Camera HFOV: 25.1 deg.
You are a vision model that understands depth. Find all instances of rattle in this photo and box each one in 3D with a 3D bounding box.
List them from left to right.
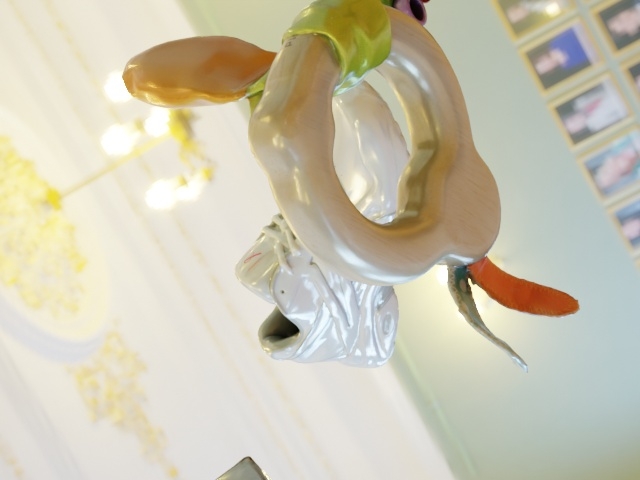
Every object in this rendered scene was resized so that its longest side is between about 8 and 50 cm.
[{"bbox_3d":[0.013,-0.015,0.681,0.199,0.142,0.130,44,-141,-38],"label":"rattle"}]

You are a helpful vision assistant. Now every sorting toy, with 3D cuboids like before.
[{"bbox_3d":[0.068,-0.187,1.048,0.061,0.042,0.102,47,-139,-32],"label":"sorting toy"}]

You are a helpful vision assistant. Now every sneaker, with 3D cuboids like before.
[{"bbox_3d":[0.000,0.000,0.988,0.090,0.115,0.232,-123,31,-53],"label":"sneaker"}]

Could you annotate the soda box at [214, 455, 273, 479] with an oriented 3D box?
[{"bbox_3d":[-0.101,0.207,0.485,0.091,0.286,0.098,57,173,-30],"label":"soda box"}]
